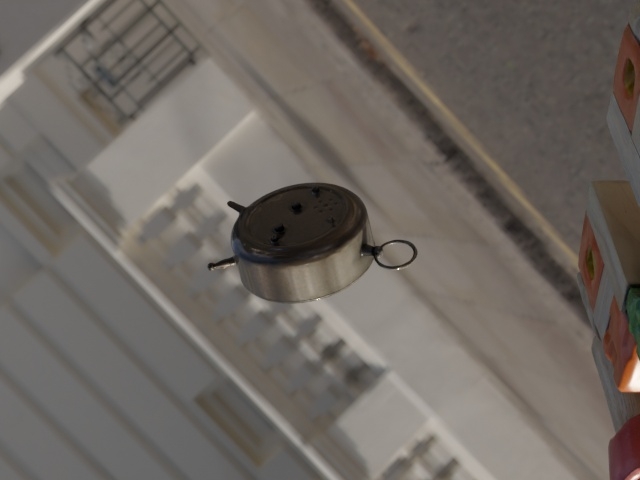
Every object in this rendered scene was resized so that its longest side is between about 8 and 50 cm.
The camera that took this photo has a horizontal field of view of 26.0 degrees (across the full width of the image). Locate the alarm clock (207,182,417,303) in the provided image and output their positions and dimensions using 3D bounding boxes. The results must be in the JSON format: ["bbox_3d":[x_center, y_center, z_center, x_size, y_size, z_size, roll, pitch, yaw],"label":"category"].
[{"bbox_3d":[0.000,0.000,1.271,0.192,0.129,0.064,10,130,26],"label":"alarm clock"}]

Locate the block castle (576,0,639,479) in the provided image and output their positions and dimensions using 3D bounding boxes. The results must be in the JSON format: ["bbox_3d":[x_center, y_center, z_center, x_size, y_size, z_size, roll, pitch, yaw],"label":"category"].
[{"bbox_3d":[0.344,0.003,0.868,0.213,0.303,0.453,-95,5,-49],"label":"block castle"}]
